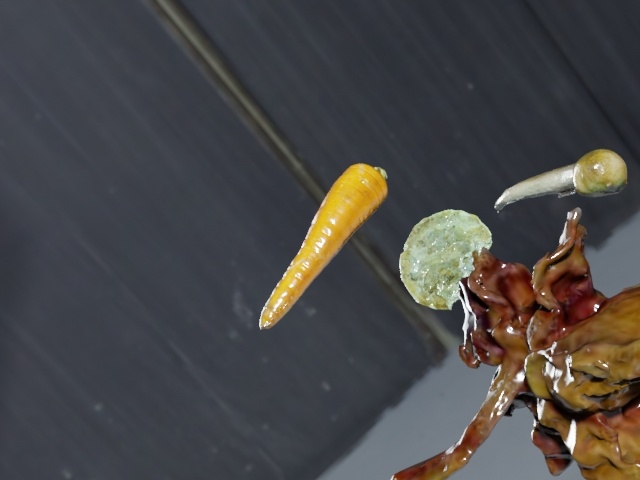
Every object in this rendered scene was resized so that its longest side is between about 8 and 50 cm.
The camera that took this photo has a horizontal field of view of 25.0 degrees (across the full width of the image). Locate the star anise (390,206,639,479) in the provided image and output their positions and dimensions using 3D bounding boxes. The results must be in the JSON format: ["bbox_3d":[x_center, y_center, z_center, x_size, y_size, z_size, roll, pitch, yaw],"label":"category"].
[{"bbox_3d":[0.156,0.123,0.992,0.346,0.237,0.148,-46,-3,35],"label":"star anise"}]

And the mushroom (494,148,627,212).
[{"bbox_3d":[0.213,-0.051,1.255,0.068,0.043,0.306,2,-2,-5],"label":"mushroom"}]

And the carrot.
[{"bbox_3d":[0.000,0.000,1.684,0.257,0.061,0.061,-51,25,-25],"label":"carrot"}]

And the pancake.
[{"bbox_3d":[0.154,0.020,1.808,0.129,0.022,0.116,-49,54,4],"label":"pancake"}]
